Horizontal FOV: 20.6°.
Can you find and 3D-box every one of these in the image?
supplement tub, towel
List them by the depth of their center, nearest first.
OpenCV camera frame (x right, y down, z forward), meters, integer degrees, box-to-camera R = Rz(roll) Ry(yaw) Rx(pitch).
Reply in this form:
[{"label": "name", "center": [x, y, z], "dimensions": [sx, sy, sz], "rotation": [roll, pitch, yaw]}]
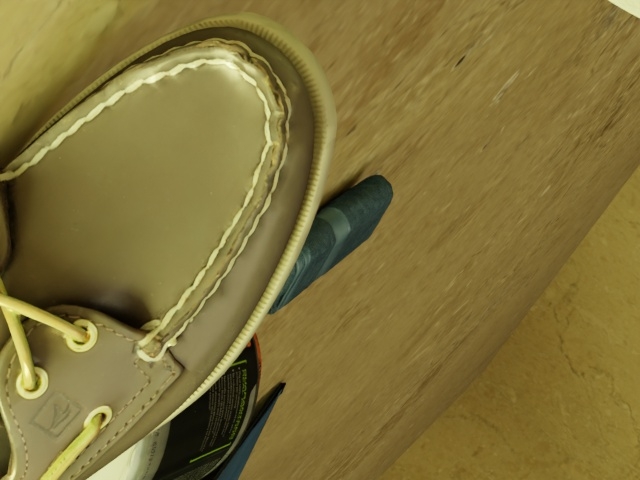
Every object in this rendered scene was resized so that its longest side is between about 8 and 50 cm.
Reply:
[{"label": "supplement tub", "center": [-0.098, 0.065, 0.790], "dimensions": [0.117, 0.117, 0.190], "rotation": [-50, 169, 11]}, {"label": "towel", "center": [0.000, 0.000, 1.192], "dimensions": [0.119, 0.029, 0.067], "rotation": [-37, 166, -42]}]

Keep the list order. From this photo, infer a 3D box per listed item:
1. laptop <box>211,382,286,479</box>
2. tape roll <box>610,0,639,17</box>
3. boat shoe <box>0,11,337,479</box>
[{"label": "laptop", "center": [-0.089, 0.415, 1.648], "dimensions": [0.236, 0.408, 0.382], "rotation": [-11, -147, 46]}, {"label": "tape roll", "center": [0.172, -0.198, 0.565], "dimensions": [0.246, 0.246, 0.169], "rotation": [-41, 167, -31]}, {"label": "boat shoe", "center": [-0.122, 0.046, 0.644], "dimensions": [0.324, 0.116, 0.096], "rotation": [-44, 174, 12]}]
